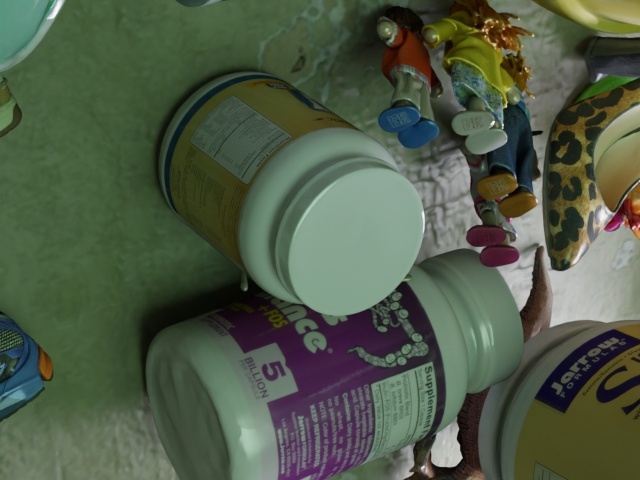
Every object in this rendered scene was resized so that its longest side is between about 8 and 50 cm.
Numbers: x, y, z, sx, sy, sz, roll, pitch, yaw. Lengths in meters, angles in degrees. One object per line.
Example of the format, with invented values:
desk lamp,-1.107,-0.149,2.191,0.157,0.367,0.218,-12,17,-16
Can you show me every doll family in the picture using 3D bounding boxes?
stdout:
doll family,0.144,-0.112,1.592,0.118,0.163,0.263,-19,134,20

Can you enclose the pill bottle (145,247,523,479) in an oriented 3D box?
pill bottle,0.018,0.108,1.605,0.301,0.169,0.169,-19,123,-27

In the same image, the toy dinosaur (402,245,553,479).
toy dinosaur,0.165,0.158,1.773,0.200,0.127,0.296,2,107,-28

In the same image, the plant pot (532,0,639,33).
plant pot,0.303,-0.277,1.556,0.254,0.239,0.254,-16,121,-28

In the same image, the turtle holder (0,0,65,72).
turtle holder,-0.261,-0.245,1.213,0.227,0.243,0.320,43,46,-56

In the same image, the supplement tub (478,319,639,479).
supplement tub,0.302,0.201,1.596,0.241,0.331,0.241,-5,103,-25

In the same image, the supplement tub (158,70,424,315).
supplement tub,-0.024,-0.037,1.479,0.144,0.199,0.144,-16,122,-28

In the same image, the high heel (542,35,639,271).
high heel,0.297,-0.081,1.620,0.093,0.186,0.261,58,43,-47

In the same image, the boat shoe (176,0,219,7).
boat shoe,0.019,-0.299,1.337,0.156,0.136,0.367,-19,159,-39

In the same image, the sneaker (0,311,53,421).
sneaker,-0.318,0.127,1.453,0.221,0.083,0.087,-37,116,-20

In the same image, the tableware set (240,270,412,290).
tableware set,0.000,0.000,1.588,0.154,0.104,0.024,-3,127,-7

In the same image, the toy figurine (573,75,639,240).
toy figurine,0.311,-0.051,1.733,0.130,0.159,0.173,3,112,-36

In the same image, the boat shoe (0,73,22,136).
boat shoe,-0.311,-0.076,1.357,0.190,0.068,0.072,-35,117,-27
